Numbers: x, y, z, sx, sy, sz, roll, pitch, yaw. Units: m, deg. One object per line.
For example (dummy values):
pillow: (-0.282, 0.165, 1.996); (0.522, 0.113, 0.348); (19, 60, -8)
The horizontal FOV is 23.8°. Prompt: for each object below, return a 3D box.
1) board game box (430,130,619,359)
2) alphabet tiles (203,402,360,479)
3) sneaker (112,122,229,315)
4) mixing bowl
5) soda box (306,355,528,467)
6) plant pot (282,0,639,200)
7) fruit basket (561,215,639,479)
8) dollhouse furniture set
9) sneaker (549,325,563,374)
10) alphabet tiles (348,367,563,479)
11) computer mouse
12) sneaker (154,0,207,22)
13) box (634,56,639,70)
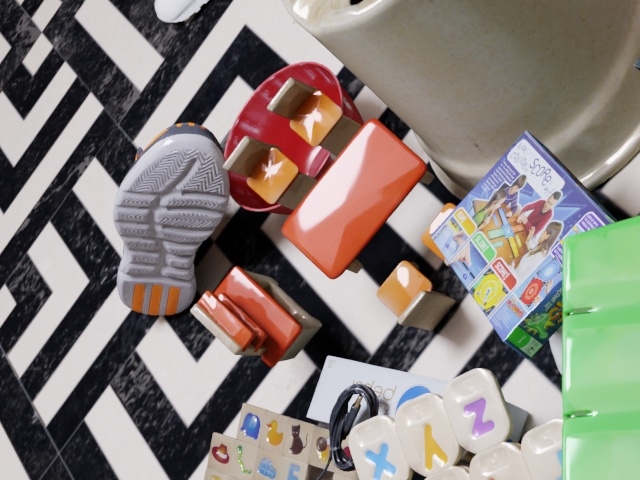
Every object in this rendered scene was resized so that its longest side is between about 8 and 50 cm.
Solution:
board game box: (0.182, -0.001, 1.335); (0.136, 0.035, 0.201); (-48, 28, 12)
alphabet tiles: (-0.047, 0.279, 1.558); (0.237, 0.009, 0.198); (10, 89, 49)
sneaker: (-0.179, -0.067, 1.761); (0.321, 0.124, 0.180); (115, 160, -51)
mixing bowl: (-0.011, -0.099, 1.704); (0.181, 0.098, 0.181); (-25, 52, 36)
soda box: (0.090, 0.168, 1.462); (0.216, 0.074, 0.069); (7, 74, 48)
plant pot: (0.139, -0.234, 1.466); (0.334, 0.305, 0.334); (-24, 53, 35)
fruit basket: (0.356, 0.144, 1.083); (0.392, 0.283, 0.392); (-6, 62, 11)
dollhouse furniture set: (0.000, 0.000, 1.523); (0.262, 0.135, 0.259); (42, 101, 21)
sneaker: (0.217, 0.039, 1.389); (0.080, 0.094, 0.212); (-31, 47, 30)
alphabet tiles: (0.132, 0.268, 1.338); (0.284, 0.021, 0.278); (-30, 70, 31)
computer mouse: (-0.003, 0.240, 1.477); (0.071, 0.041, 0.242); (44, 114, 32)
sneaker: (-0.164, -0.403, 2.045); (0.235, 0.095, 0.090); (-57, 42, 7)
box: (0.360, -0.126, 1.247); (0.077, 0.147, 0.180); (-56, 11, 7)
